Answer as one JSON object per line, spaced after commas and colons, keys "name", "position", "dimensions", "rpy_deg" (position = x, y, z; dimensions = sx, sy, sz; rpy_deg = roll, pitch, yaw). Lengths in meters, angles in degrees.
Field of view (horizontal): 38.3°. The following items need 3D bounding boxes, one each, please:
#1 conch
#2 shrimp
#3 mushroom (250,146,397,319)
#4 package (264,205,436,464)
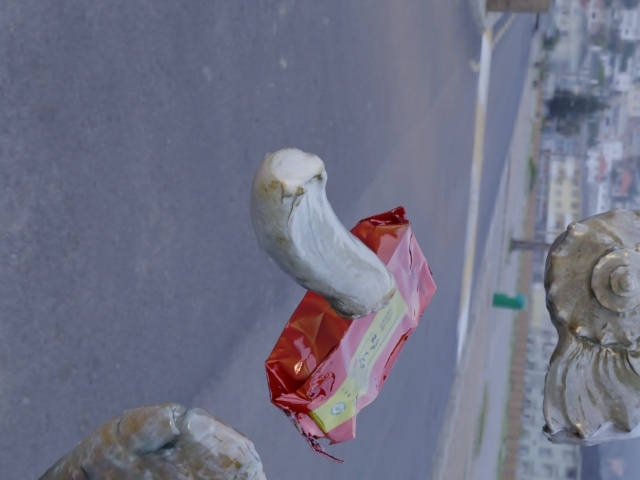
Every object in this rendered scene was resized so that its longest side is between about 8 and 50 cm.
{"name": "conch", "position": [0.385, 0.131, 1.135], "dimensions": [0.352, 0.210, 0.297], "rpy_deg": [38, 75, -51]}
{"name": "shrimp", "position": [-0.242, 0.332, 1.051], "dimensions": [0.221, 0.446, 0.110], "rpy_deg": [48, 23, -18]}
{"name": "mushroom", "position": [0.000, 0.000, 1.142], "dimensions": [0.351, 0.123, 0.095], "rpy_deg": [54, 30, -56]}
{"name": "package", "position": [0.051, 0.150, 1.509], "dimensions": [0.423, 0.123, 0.196], "rpy_deg": [-59, 139, -28]}
